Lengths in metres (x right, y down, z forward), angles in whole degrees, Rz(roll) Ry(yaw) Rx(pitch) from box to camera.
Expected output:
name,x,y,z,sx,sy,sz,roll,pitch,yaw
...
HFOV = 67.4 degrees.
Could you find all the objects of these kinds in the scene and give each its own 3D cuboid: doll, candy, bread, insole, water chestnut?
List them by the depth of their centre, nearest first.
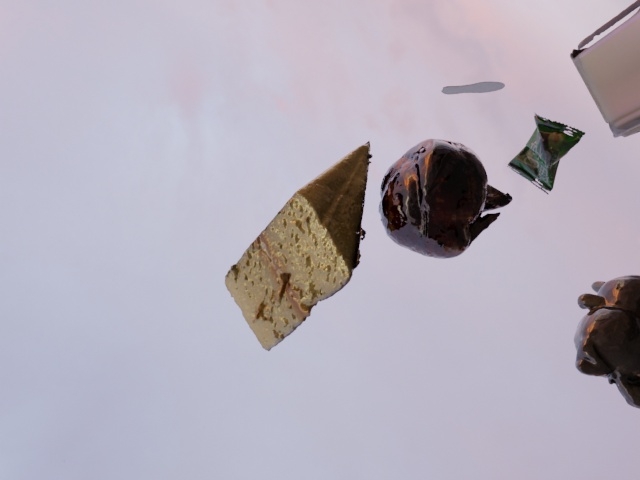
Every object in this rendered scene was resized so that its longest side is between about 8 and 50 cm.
name,x,y,z,sx,sy,sz,roll,pitch,yaw
water chestnut,0.271,-0.096,1.092,0.244,0.289,0.289,37,-125,-18
bread,0.000,0.000,1.147,0.242,0.346,0.405,49,-139,5
doll,0.855,0.227,1.304,0.252,0.378,0.382,24,-119,9
candy,0.626,-0.244,1.337,0.078,0.203,0.141,-19,-127,-28
insole,0.483,-0.483,1.525,0.065,0.197,0.004,25,-108,-59

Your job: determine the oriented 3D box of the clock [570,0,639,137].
name,x,y,z,sx,sy,sz,roll,pitch,yaw
clock,0.280,-0.141,0.293,0.192,0.147,0.071,-20,-96,-25
